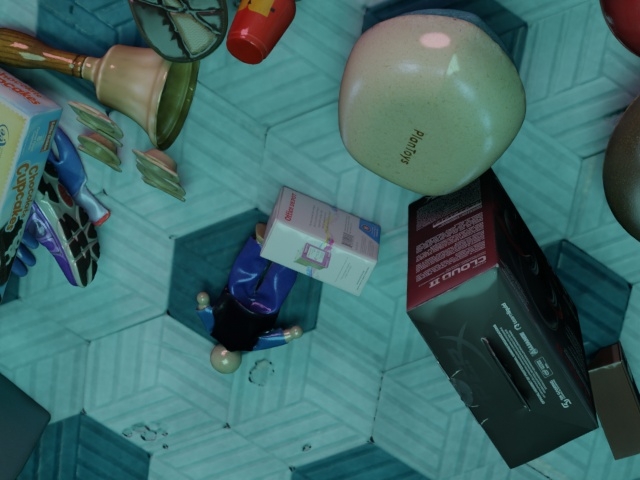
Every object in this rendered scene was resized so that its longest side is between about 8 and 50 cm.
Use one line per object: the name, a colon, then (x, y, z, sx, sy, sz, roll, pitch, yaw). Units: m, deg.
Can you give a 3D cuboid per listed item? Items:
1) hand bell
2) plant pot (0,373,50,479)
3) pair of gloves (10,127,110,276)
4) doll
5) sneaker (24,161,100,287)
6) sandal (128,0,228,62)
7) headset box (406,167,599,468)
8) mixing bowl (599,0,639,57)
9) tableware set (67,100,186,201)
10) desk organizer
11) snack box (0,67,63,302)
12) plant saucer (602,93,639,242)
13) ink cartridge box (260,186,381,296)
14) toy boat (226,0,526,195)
hand bell: (-0.263, -0.189, 1.722, 0.242, 0.126, 0.126, 17, 115, 10)
plant pot: (-0.447, 0.260, 1.853, 0.166, 0.234, 0.165, 43, 110, -14)
pair of gloves: (-0.346, -0.044, 1.822, 0.198, 0.023, 0.159, -32, 109, 16)
doll: (-0.077, 0.078, 1.849, 0.129, 0.046, 0.189, 25, 114, -7)
sneaker: (-0.306, -0.021, 1.796, 0.071, 0.068, 0.170, -23, 104, 26)
sandal: (-0.168, -0.329, 1.635, 0.120, 0.086, 0.302, -10, 98, 5)
headset box: (0.188, 0.082, 1.699, 0.110, 0.293, 0.218, -28, 109, 16)
mixing bowl: (0.379, -0.249, 1.641, 0.181, 0.098, 0.181, 1, 115, 2)
tableware set: (-0.207, -0.092, 1.733, 0.141, 0.168, 0.020, 30, 76, 4)
desk organizer: (0.346, 0.188, 1.875, 0.050, 0.047, 0.130, -18, 112, 14)
snack box: (-0.410, -0.045, 1.763, 0.187, 0.060, 0.322, 32, 116, 20)
plant saucer: (0.455, -0.077, 1.691, 0.311, 0.050, 0.310, -4, 132, -4)
ink cartridge box: (0.000, 0.000, 1.784, 0.122, 0.088, 0.052, 24, 117, -7)
toy boat: (0.064, -0.189, 1.653, 0.318, 0.148, 0.267, 29, 152, -4)
